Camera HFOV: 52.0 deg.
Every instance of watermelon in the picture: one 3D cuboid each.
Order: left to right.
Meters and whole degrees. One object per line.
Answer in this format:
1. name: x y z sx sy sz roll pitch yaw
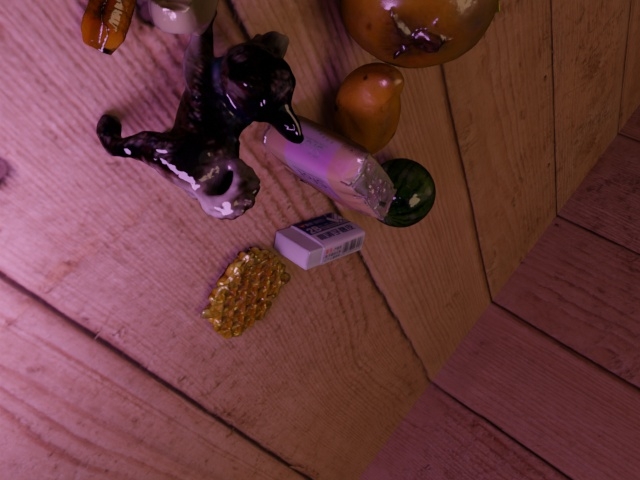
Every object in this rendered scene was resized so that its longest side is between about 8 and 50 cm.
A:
1. watermelon: 0.209 -0.119 1.767 0.215 0.188 0.188 -55 150 -31

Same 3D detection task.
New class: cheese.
1. cheese: -0.193 -0.464 1.019 0.163 0.082 0.287 -64 171 -69

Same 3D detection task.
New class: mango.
1. mango: 0.110 -0.297 1.467 0.109 0.157 0.262 -42 168 -40

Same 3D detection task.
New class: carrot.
1. carrot: -0.290 -0.410 0.990 0.070 0.070 0.260 14 104 -56

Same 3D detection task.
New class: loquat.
1. loquat: 0.201 -0.527 1.341 0.328 0.328 0.360 48 41 -56

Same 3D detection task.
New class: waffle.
1. waffle: -0.178 0.131 1.588 0.238 0.058 0.243 -53 148 -6

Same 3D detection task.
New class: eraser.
1. eraser: 0.000 0.000 1.652 0.210 0.124 0.068 -19 131 -44

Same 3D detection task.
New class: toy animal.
1. toy animal: -0.154 -0.209 1.118 0.344 0.302 0.194 -54 150 -5

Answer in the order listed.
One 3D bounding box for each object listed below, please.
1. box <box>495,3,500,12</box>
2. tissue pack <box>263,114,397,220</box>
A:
1. box: 0.317 -0.645 1.513 0.311 0.172 0.043 64 24 -53
2. tissue pack: 0.029 -0.165 1.434 0.123 0.256 0.215 -59 148 -4
